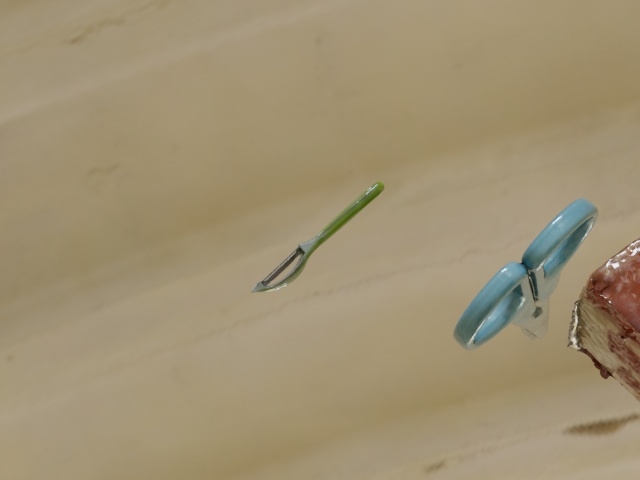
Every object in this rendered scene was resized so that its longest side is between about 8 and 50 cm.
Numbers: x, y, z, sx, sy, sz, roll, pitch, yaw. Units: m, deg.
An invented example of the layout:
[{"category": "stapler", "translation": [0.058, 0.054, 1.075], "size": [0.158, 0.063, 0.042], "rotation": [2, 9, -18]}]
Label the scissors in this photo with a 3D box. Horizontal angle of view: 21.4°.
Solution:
[{"category": "scissors", "translation": [0.229, 0.068, 1.833], "size": [0.029, 0.192, 0.447], "rotation": [43, -3, 15]}]

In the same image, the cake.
[{"category": "cake", "translation": [0.349, 0.102, 1.364], "size": [0.262, 0.160, 0.158], "rotation": [44, -15, 20]}]

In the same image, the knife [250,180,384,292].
[{"category": "knife", "translation": [0.000, 0.000, 1.765], "size": [0.026, 0.184, 0.022], "rotation": [53, -14, -21]}]
